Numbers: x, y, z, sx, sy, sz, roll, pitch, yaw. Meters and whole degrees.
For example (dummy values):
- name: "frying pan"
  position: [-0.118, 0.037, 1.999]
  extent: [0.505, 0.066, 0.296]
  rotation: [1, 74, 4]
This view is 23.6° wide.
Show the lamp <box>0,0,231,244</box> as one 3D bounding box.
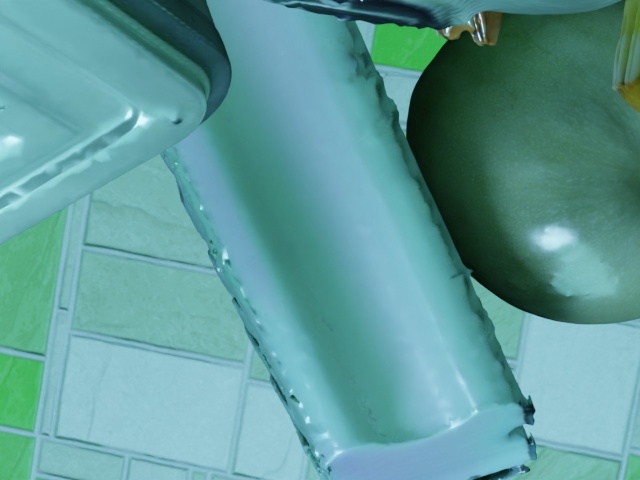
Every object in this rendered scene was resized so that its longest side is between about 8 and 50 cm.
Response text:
- name: "lamp"
  position: [-0.193, -0.038, 0.386]
  extent: [0.269, 0.047, 0.266]
  rotation: [-28, 151, 20]

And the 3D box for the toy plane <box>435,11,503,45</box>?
- name: "toy plane"
  position: [0.047, -0.148, 0.748]
  extent: [0.135, 0.062, 0.188]
  rotation: [15, 175, 37]

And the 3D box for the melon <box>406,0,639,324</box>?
- name: "melon"
  position: [0.192, -0.066, 1.116]
  extent: [0.272, 0.271, 0.308]
  rotation: [10, -167, 5]

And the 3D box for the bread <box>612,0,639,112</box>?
- name: "bread"
  position: [0.220, -0.085, 0.698]
  extent: [0.132, 0.114, 0.190]
  rotation: [9, -179, -26]

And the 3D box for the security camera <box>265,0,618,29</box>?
- name: "security camera"
  position: [0.003, -0.089, 0.283]
  extent: [0.157, 0.080, 0.301]
  rotation: [11, -176, 6]

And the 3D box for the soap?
- name: "soap"
  position: [0.000, 0.000, 1.095]
  extent: [0.156, 0.446, 0.261]
  rotation: [-27, -169, -5]
